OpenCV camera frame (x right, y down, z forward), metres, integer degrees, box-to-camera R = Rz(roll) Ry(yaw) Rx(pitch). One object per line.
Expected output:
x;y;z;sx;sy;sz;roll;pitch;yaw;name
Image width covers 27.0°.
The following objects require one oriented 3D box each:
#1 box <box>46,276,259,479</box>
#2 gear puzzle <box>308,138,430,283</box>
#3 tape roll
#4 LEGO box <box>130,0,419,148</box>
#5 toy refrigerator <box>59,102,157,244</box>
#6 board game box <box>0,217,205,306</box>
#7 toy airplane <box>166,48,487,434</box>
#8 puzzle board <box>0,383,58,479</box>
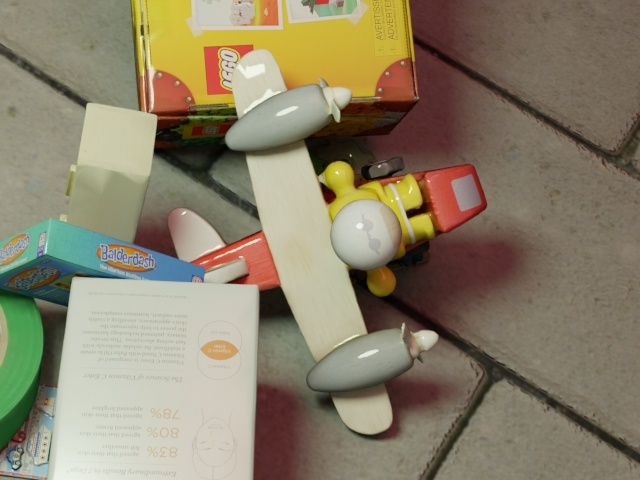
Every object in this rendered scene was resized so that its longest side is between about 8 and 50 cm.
-0.180;0.231;1.469;0.215;0.168;0.345;3;58;-3;box
0.024;-0.091;1.929;0.175;0.044;0.339;-15;58;-28;gear puzzle
-0.486;0.130;1.547;0.321;0.077;0.321;8;49;-10;tape roll
-0.084;-0.399;1.870;0.373;0.193;0.500;-4;82;-9;LEGO box
-0.271;-0.037;1.636;0.094;0.269;0.102;10;51;-11;toy refrigerator
-0.266;0.040;1.559;0.210;0.160;0.047;20;65;-37;board game box
0.000;0.000;1.668;0.386;0.272;0.384;29;79;-16;toy airplane
-0.356;0.220;1.571;0.096;0.011;0.128;10;50;-11;puzzle board
